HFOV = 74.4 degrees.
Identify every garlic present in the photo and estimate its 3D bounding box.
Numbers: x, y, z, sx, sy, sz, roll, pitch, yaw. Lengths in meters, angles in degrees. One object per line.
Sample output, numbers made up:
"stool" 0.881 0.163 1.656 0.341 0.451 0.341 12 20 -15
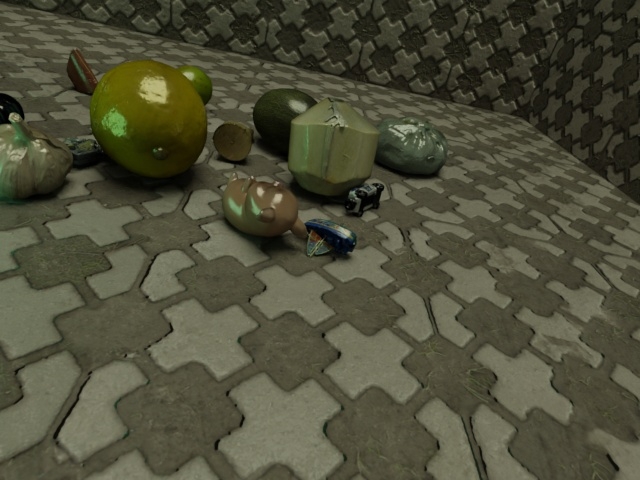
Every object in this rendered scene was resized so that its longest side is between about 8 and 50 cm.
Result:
"garlic" -0.731 -0.228 1.042 0.218 0.212 0.219 18 44 -18

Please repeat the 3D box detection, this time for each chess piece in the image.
"chess piece" -0.320 -0.391 1.574 0.137 0.137 0.301 7 22 -11

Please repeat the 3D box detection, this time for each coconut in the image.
"coconut" 0.040 -0.313 1.391 0.322 0.323 0.323 10 32 -6

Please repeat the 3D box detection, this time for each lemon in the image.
"lemon" -0.490 -0.345 1.226 0.347 0.348 0.348 10 32 -6

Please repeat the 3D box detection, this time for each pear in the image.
"pear" -0.570 -0.646 1.784 0.187 0.188 0.219 37 27 32

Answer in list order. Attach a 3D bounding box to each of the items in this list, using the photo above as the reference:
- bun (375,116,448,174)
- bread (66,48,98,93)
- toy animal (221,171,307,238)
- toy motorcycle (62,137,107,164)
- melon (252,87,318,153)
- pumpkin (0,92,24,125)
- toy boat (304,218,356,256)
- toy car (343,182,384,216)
"bun" 0.384 -0.421 1.801 0.354 0.194 0.355 10 34 -7
"bread" -0.981 -0.670 1.732 0.119 0.193 0.067 -15 28 26
"toy animal" -0.161 -0.088 1.114 0.166 0.154 0.250 -3 17 -43
"toy motorcycle" -0.728 -0.269 1.258 0.124 0.061 0.193 30 33 22
"melon" -0.120 -0.462 1.627 0.301 0.238 0.237 30 35 24
"pumpkin" -0.978 -0.363 1.237 0.194 0.150 0.194 13 51 -17
"toy boat" 0.000 0.000 1.121 0.174 0.091 0.110 25 61 22
"toy car" 0.138 -0.137 1.374 0.070 0.080 0.170 31 36 29
